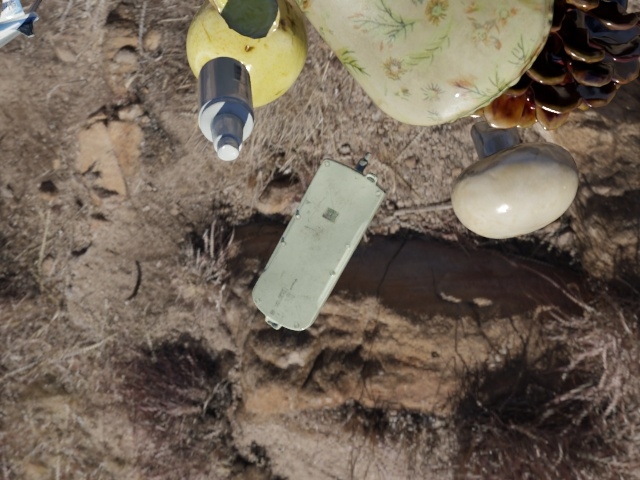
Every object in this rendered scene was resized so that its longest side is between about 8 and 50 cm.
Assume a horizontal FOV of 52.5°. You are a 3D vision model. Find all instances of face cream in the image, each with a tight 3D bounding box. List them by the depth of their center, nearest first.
[{"bbox_3d":[-0.168,-0.225,1.157,0.101,0.251,0.101,-5,135,-5],"label":"face cream"}]

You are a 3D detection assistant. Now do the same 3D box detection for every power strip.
[{"bbox_3d":[0.000,0.000,0.732,0.080,0.029,0.226,32,102,10],"label":"power strip"}]

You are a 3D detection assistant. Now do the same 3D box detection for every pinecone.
[{"bbox_3d":[0.242,-0.253,0.659,0.247,0.292,0.246,2,73,-7],"label":"pinecone"}]

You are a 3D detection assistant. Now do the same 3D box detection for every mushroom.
[{"bbox_3d":[0.306,-0.107,1.060,0.204,0.204,0.204,3,117,5],"label":"mushroom"}]

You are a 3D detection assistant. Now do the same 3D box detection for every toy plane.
[{"bbox_3d":[-0.391,-0.196,0.695,0.226,0.225,0.058,-28,137,15],"label":"toy plane"}]

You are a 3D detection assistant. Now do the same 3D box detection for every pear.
[{"bbox_3d":[-0.181,-0.499,1.645,0.310,0.309,0.309,3,117,5],"label":"pear"}]

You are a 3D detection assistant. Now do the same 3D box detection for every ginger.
[{"bbox_3d":[-0.205,-0.539,1.238,0.126,0.190,0.354,-35,96,17],"label":"ginger"}]

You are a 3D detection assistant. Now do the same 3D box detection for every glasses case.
[{"bbox_3d":[0.008,-0.279,0.503,0.156,0.098,0.425,-39,85,27],"label":"glasses case"}]
